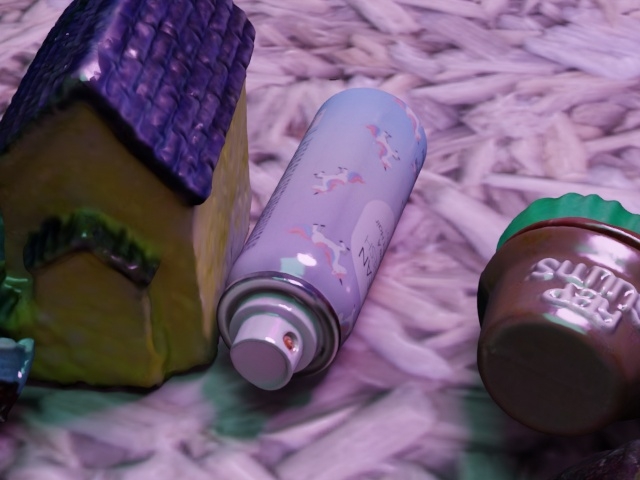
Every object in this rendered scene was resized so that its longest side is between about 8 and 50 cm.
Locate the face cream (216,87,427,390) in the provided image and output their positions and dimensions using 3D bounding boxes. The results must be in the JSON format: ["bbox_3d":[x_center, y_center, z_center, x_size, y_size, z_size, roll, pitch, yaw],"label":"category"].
[{"bbox_3d":[0.000,0.000,0.944,0.075,0.075,0.229,10,37,13],"label":"face cream"}]

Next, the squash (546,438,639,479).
[{"bbox_3d":[0.150,0.148,0.642,0.193,0.156,0.193,11,-3,1],"label":"squash"}]

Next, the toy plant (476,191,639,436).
[{"bbox_3d":[0.150,0.034,0.879,0.143,0.105,0.200,23,29,16],"label":"toy plant"}]

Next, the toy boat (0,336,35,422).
[{"bbox_3d":[-0.215,0.068,0.856,0.137,0.060,0.061,-4,57,-1],"label":"toy boat"}]

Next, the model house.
[{"bbox_3d":[-0.128,-0.057,0.908,0.170,0.211,0.194,8,37,6],"label":"model house"}]
